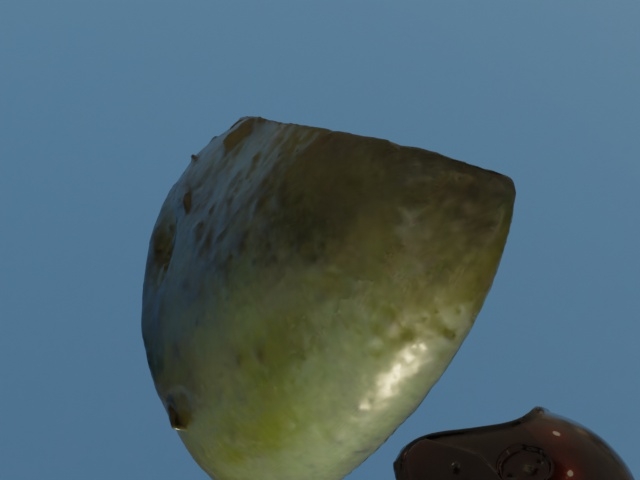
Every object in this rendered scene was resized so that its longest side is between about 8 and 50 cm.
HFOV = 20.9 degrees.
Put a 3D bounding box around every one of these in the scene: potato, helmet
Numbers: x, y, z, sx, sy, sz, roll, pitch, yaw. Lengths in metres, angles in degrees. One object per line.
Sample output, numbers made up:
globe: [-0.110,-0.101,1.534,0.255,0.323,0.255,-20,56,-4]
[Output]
potato: [0.000,0.000,1.033,0.112,0.255,0.269,14,-116,-29]
helmet: [0.153,0.234,1.326,0.193,0.189,0.216,17,-128,30]
